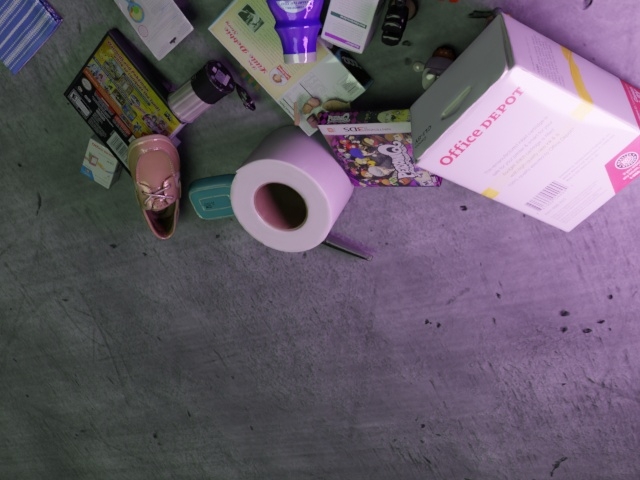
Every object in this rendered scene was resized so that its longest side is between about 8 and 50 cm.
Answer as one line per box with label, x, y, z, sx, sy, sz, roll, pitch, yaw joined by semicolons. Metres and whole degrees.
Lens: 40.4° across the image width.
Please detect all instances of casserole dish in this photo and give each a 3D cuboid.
casserole dish;-0.253;-0.102;2.166;0.188;0.037;0.114;-7;120;29

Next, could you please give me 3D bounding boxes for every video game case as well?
video game case;-0.465;-0.319;2.072;0.275;0.035;0.248;51;129;0
video game case;0.132;-0.193;1.858;0.210;0.041;0.232;2;150;26

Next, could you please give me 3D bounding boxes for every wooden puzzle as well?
wooden puzzle;-0.145;-0.367;1.942;0.083;0.006;0.049;42;130;-9

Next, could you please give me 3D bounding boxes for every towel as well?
towel;-0.792;-0.580;2.059;0.243;0.040;0.336;-31;108;38

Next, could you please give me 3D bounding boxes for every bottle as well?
bottle;-0.050;-0.491;1.703;0.118;0.092;0.282;-2;106;6

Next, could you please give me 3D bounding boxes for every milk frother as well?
milk frother;-0.238;-0.314;1.943;0.135;0.129;0.143;-30;102;33

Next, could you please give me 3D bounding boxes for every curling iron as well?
curling iron;0.000;0.000;2.126;0.274;0.035;0.068;16;133;14

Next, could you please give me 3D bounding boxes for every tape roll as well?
tape roll;-0.061;-0.118;1.979;0.246;0.169;0.246;12;128;17

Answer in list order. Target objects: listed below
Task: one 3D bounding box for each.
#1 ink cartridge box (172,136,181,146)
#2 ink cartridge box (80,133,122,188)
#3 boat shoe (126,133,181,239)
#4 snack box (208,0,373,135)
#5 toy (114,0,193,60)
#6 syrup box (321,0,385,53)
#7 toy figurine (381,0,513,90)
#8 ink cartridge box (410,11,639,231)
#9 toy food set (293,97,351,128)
ink cartridge box;-0.383;-0.218;2.130;0.028;0.048;0.083;46;130;-12
ink cartridge box;-0.549;-0.206;2.212;0.089;0.052;0.122;31;129;1
boat shoe;-0.385;-0.126;2.090;0.122;0.110;0.341;-13;151;-9
snack box;-0.065;-0.396;1.849;0.322;0.060;0.187;46;128;-12
toy;-0.375;-0.530;1.896;0.137;0.056;0.237;-29;103;41
syrup box;0.082;-0.495;1.689;0.096;0.093;0.236;25;130;6
toy figurine;0.240;-0.411;1.655;0.213;0.148;0.209;-32;112;35
ink cartridge box;0.399;-0.208;1.619;0.385;0.160;0.279;21;136;-25
toy food set;0.005;-0.271;1.860;0.122;0.019;0.078;5;128;8
